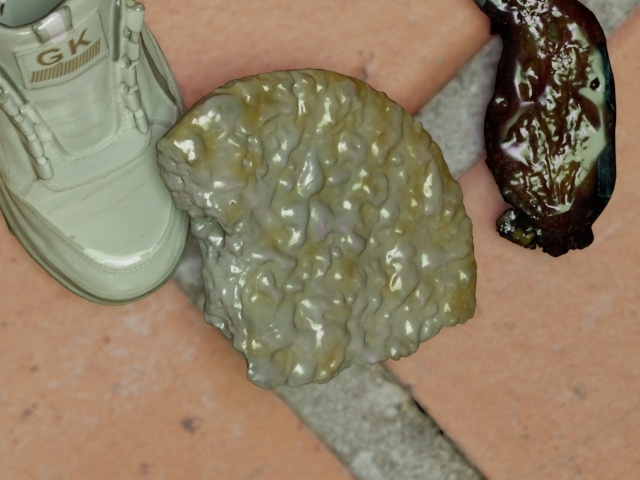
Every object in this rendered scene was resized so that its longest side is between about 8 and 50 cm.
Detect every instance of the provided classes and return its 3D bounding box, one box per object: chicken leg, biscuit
[{"bbox_3d":[0.121,-0.110,1.126,0.106,0.051,0.253,-25,105,-4],"label":"chicken leg"},{"bbox_3d":[0.000,0.000,1.086,0.265,0.040,0.188,37,77,-39],"label":"biscuit"}]

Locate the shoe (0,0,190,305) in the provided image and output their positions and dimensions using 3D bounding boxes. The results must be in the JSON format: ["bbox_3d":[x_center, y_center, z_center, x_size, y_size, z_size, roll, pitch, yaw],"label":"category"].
[{"bbox_3d":[-0.143,-0.102,0.995,0.124,0.159,0.316,-27,105,-10],"label":"shoe"}]
